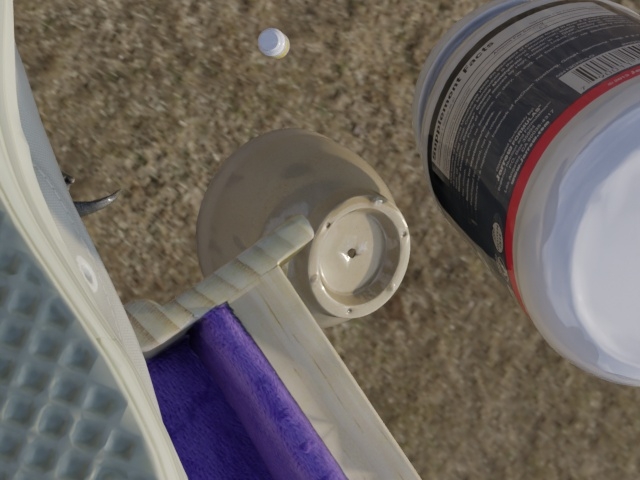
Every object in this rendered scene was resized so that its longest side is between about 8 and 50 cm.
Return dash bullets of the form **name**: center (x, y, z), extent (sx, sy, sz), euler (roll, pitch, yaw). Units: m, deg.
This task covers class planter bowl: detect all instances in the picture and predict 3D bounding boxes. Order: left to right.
- **planter bowl**: center (0.000, 0.000, 0.942), extent (0.162, 0.109, 0.162), euler (-10, 108, -33)

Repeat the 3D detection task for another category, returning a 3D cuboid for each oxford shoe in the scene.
- **oxford shoe**: center (-0.176, -0.025, 0.483), extent (0.169, 0.130, 0.449), euler (-24, 77, -10)

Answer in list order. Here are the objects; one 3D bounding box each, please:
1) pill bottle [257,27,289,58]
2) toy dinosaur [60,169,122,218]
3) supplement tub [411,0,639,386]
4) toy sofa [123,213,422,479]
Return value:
- **pill bottle**: center (-0.074, -0.307, 1.892), extent (0.043, 0.083, 0.043), euler (0, 93, 6)
- **toy dinosaur**: center (-0.426, -0.029, 1.679), extent (0.313, 0.121, 0.160), euler (-29, 154, -43)
- **supplement tub**: center (0.175, -0.047, 0.773), extent (0.191, 0.272, 0.191), euler (-5, 114, -11)
- **toy sofa**: center (0.007, 0.181, 0.681), extent (0.177, 0.150, 0.362), euler (-34, 89, -11)
